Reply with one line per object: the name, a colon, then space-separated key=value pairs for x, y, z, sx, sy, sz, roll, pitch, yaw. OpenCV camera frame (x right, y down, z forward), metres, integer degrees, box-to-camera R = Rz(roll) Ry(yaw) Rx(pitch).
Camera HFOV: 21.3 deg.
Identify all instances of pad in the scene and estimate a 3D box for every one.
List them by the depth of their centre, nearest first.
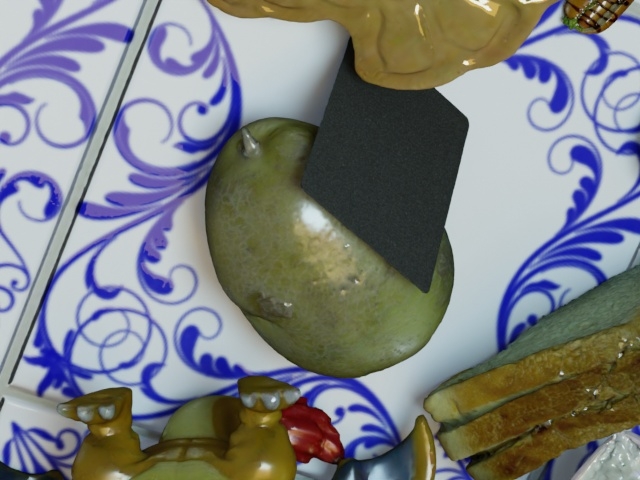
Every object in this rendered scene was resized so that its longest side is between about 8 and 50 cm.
pad: x=0.057 y=-0.071 z=1.368 sx=0.143 sy=0.211 sz=0.003 roll=40 pitch=133 yaw=-21

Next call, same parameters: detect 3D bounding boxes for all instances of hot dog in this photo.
hot dog: x=0.254 y=-0.222 z=1.434 sx=0.049 sy=0.037 sz=0.122 roll=35 pitch=99 yaw=-24

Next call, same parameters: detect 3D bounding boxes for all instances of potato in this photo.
potato: x=0.000 y=0.000 z=1.393 sx=0.174 sy=0.159 sz=0.251 roll=-53 pitch=123 yaw=-21

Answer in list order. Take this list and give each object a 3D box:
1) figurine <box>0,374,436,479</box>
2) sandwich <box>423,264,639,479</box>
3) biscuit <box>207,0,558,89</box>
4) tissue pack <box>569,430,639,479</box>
figurine: x=-0.073 y=0.303 z=1.392 sx=0.401 sy=0.268 sz=0.387 roll=-5 pitch=92 yaw=-14
sandwich: x=0.247 y=0.098 z=1.494 sx=0.254 sy=0.288 sz=0.099 roll=-31 pitch=90 yaw=42
biscuit: x=0.060 y=-0.271 z=1.287 sx=0.312 sy=0.057 sz=0.351 roll=42 pitch=117 yaw=-8
tissue pack: x=0.281 y=0.288 z=1.502 sx=0.201 sy=0.124 sz=0.271 roll=-54 pitch=148 yaw=5
